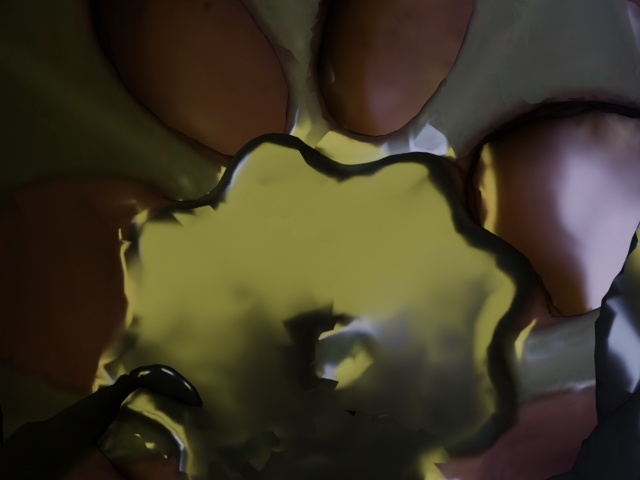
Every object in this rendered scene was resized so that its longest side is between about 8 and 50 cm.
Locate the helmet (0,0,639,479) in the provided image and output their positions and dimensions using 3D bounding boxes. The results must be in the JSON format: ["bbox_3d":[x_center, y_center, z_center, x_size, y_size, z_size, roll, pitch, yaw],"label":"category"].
[{"bbox_3d":[0.000,0.000,0.440,0.271,0.197,0.338,-11,71,6],"label":"helmet"}]
